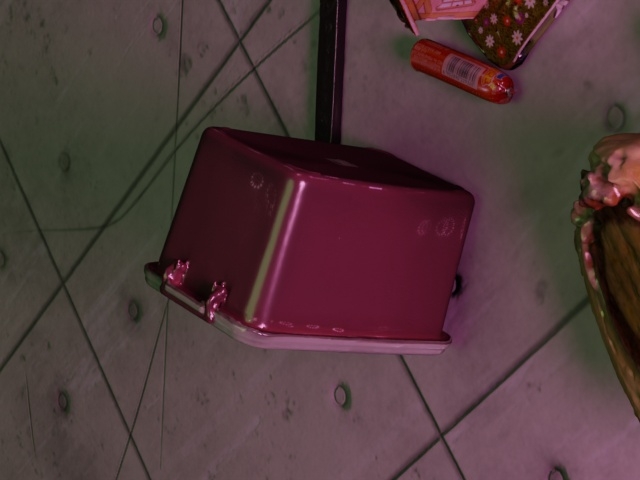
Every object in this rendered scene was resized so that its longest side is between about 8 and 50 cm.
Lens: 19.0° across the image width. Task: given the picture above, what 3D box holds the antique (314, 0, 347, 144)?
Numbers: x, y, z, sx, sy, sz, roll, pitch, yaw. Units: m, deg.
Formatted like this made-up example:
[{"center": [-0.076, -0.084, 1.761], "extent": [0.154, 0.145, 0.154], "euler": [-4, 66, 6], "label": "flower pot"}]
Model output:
[{"center": [0.011, -0.193, 1.971], "extent": [0.031, 0.015, 0.192], "euler": [18, 110, 48], "label": "antique"}]

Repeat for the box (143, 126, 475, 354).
[{"center": [0.000, 0.000, 1.817], "extent": [0.193, 0.294, 0.168], "euler": [31, 108, 44], "label": "box"}]

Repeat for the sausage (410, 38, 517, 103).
[{"center": [0.139, -0.158, 1.806], "extent": [0.129, 0.034, 0.034], "euler": [28, 118, 45], "label": "sausage"}]

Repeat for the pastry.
[{"center": [0.313, 0.033, 1.528], "extent": [0.256, 0.170, 0.237], "euler": [61, 168, 21], "label": "pastry"}]

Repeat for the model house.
[{"center": [0.099, -0.317, 1.733], "extent": [0.294, 0.154, 0.207], "euler": [60, 138, 25], "label": "model house"}]
